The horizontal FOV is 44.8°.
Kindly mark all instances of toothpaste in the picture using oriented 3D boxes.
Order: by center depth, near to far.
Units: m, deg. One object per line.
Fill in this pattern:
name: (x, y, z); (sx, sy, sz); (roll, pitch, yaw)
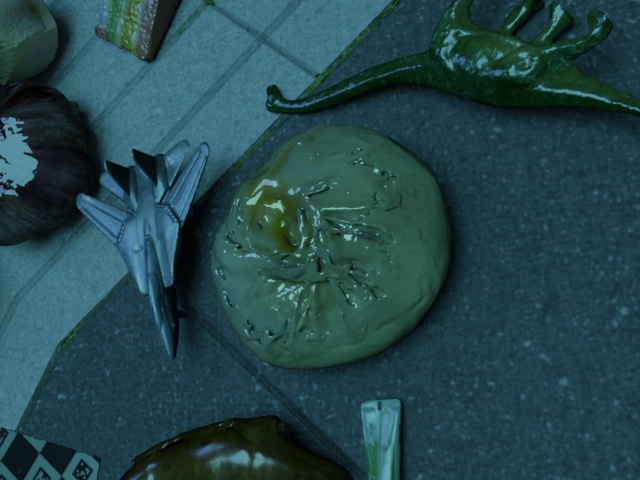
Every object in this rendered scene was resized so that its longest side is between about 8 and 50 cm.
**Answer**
toothpaste: (0.069, 0.269, 0.828); (0.048, 0.029, 0.197); (-8, 74, 22)

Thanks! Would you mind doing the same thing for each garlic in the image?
garlic: (-0.436, -0.112, 1.059); (0.245, 0.160, 0.244); (-5, 77, 24)

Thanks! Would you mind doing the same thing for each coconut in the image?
coconut: (-0.462, -0.298, 1.120); (0.147, 0.152, 0.147); (12, 121, 21)

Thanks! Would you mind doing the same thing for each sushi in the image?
sushi: (-0.440, 0.383, 1.025); (0.290, 0.050, 0.263); (5, 82, 26)

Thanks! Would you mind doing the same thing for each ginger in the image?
ginger: (-0.131, 0.276, 0.877); (0.309, 0.107, 0.133); (-28, 56, 13)

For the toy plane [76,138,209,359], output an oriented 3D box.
toy plane: (-0.199, 0.017, 0.974); (0.212, 0.088, 0.267); (-19, 81, 21)

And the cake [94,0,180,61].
cake: (-0.245, -0.372, 1.065); (0.109, 0.090, 0.225); (25, 92, 23)

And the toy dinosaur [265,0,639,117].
toy dinosaur: (0.146, -0.153, 0.845); (0.301, 0.087, 0.447); (-48, 58, 8)

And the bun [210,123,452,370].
bun: (0.000, 0.000, 0.848); (0.287, 0.146, 0.287); (-5, 77, 21)
